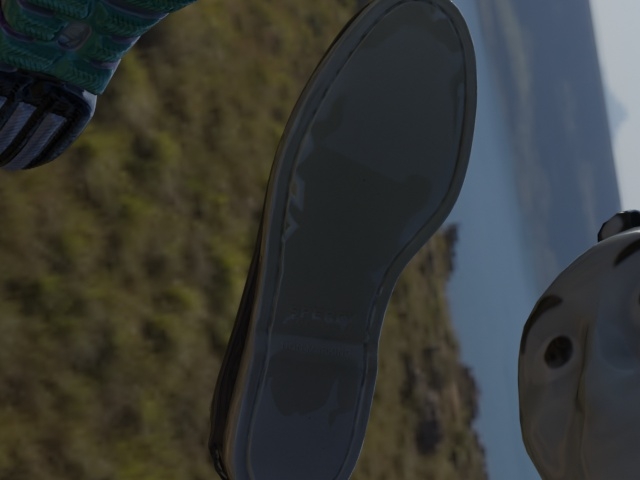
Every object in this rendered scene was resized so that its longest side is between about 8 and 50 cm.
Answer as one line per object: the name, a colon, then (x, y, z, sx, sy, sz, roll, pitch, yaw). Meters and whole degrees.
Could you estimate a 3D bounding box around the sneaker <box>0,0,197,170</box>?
sneaker: (-0.095, -0.129, 0.640, 0.083, 0.224, 0.098, 21, 42, -39)

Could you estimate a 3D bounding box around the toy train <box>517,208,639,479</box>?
toy train: (0.179, 0.102, 0.394, 0.334, 0.142, 0.190, 19, 48, -34)

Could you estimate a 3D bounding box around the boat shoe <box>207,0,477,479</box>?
boat shoe: (0.000, 0.000, 0.606, 0.065, 0.075, 0.206, 24, -82, 67)
